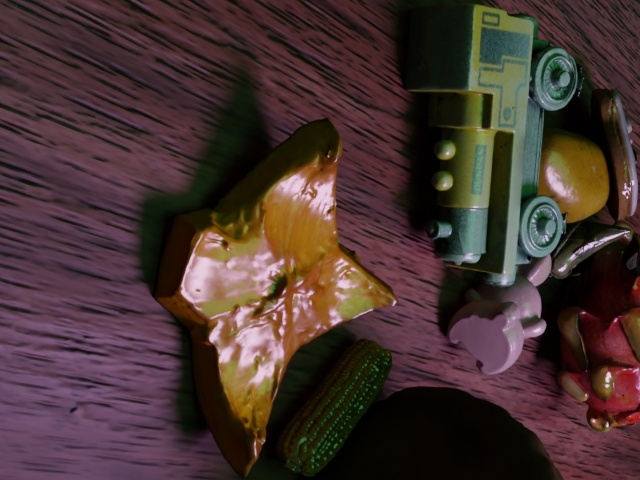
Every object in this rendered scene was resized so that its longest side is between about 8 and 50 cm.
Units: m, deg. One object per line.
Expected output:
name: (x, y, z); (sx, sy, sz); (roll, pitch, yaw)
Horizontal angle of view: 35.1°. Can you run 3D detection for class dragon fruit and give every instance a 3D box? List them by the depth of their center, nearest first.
dragon fruit: (0.491, 0.148, 1.632); (0.243, 0.227, 0.307); (38, 63, -8)

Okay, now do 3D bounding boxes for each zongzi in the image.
zongzi: (0.416, 0.017, 1.595); (0.055, 0.119, 0.109); (51, 58, -46)

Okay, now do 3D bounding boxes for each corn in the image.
corn: (0.018, 0.197, 1.196); (0.207, 0.068, 0.068); (-48, 129, -35)

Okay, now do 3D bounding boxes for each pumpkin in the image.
pumpkin: (-0.052, 0.054, 1.065); (0.290, 0.095, 0.258); (-43, 124, -26)

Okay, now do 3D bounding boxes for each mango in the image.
mango: (0.369, -0.105, 1.542); (0.195, 0.098, 0.137); (37, 71, -39)

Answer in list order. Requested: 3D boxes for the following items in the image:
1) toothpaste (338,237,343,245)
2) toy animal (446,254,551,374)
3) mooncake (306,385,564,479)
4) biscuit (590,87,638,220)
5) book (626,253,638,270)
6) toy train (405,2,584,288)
toothpaste: (0.000, 0.000, 1.171); (0.060, 0.038, 0.233); (-55, 130, -34)
toy animal: (0.273, 0.095, 1.450); (0.212, 0.124, 0.124); (-43, 126, -45)
mooncake: (0.139, 0.341, 1.175); (0.324, 0.324, 0.187); (-61, 138, -23)
biscuit: (0.473, -0.134, 1.617); (0.181, 0.049, 0.208); (62, 18, -64)
book: (0.602, 0.154, 1.906); (0.374, 0.028, 0.262); (14, 86, -50)
toy train: (0.216, -0.116, 1.329); (0.237, 0.150, 0.369); (-2, 97, -41)
